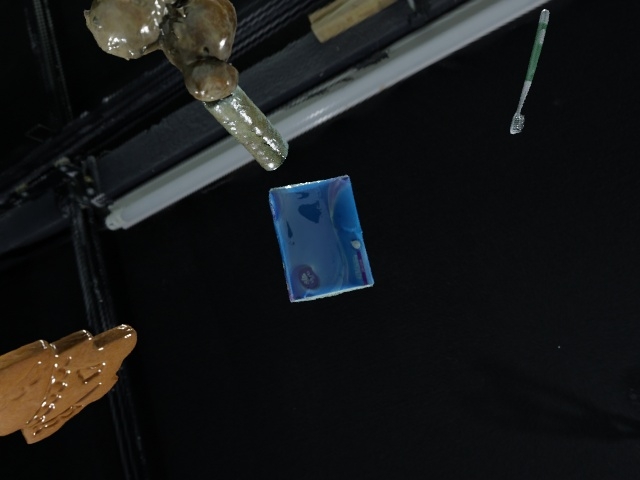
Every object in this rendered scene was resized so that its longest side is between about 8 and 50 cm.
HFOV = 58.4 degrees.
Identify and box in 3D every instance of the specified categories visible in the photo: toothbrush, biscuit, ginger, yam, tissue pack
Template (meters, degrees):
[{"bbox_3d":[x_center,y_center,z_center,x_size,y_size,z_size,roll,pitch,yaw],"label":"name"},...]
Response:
[{"bbox_3d":[0.430,-0.345,1.173,0.024,0.018,0.257,18,-85,66],"label":"toothbrush"},{"bbox_3d":[-0.464,0.247,0.974,0.284,0.306,0.043,-47,-114,4],"label":"biscuit"},{"bbox_3d":[-0.276,-0.418,1.120,0.304,0.155,0.244,31,-104,-15],"label":"ginger"},{"bbox_3d":[-0.173,-0.272,1.332,0.093,0.259,0.093,-16,-125,24],"label":"yam"},{"bbox_3d":[0.000,0.000,1.344,0.198,0.146,0.263,-11,-96,-6],"label":"tissue pack"}]
